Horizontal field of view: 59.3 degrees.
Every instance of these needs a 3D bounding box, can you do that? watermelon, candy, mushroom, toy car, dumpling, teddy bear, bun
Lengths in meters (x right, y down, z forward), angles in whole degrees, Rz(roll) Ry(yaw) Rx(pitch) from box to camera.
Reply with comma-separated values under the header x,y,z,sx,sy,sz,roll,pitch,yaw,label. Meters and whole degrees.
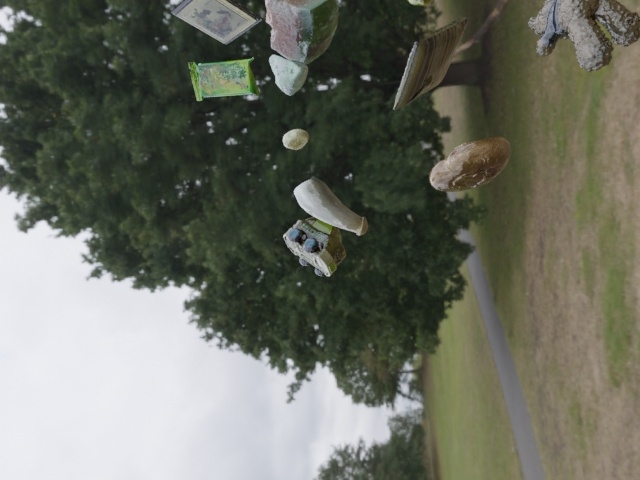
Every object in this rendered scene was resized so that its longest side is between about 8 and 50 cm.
x,y,z,sx,sy,sz,roll,pitch,yaw,label
-0.085,-0.828,2.188,0.264,0.302,0.151,101,179,-58,watermelon
-0.252,-0.422,1.475,0.032,0.178,0.102,-67,-27,-65,candy
0.030,-0.101,1.812,0.118,0.270,0.103,-27,-29,-51,mushroom
0.000,0.000,2.196,0.198,0.248,0.204,-46,-33,-17,toy car
-0.127,-0.624,2.121,0.217,0.149,0.104,159,123,-70,dumpling
0.492,-0.247,1.840,0.278,0.278,0.146,46,-155,-76,mushroom
0.526,-0.455,1.140,0.129,0.182,0.251,58,179,-37,teddy bear
-0.106,-0.438,2.394,0.115,0.115,0.069,61,-170,-69,bun

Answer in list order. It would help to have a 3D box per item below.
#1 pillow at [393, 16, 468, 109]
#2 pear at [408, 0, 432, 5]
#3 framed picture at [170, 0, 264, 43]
x,y,z,sx,sy,sz,roll,pitch,yaw,label
0.278,-0.451,1.441,0.212,0.052,0.208,-36,-21,-31,pillow
0.270,-0.666,1.487,0.097,0.092,0.092,-99,-2,-49,pear
-0.298,-0.642,1.611,0.199,0.195,0.010,20,-112,-39,framed picture
